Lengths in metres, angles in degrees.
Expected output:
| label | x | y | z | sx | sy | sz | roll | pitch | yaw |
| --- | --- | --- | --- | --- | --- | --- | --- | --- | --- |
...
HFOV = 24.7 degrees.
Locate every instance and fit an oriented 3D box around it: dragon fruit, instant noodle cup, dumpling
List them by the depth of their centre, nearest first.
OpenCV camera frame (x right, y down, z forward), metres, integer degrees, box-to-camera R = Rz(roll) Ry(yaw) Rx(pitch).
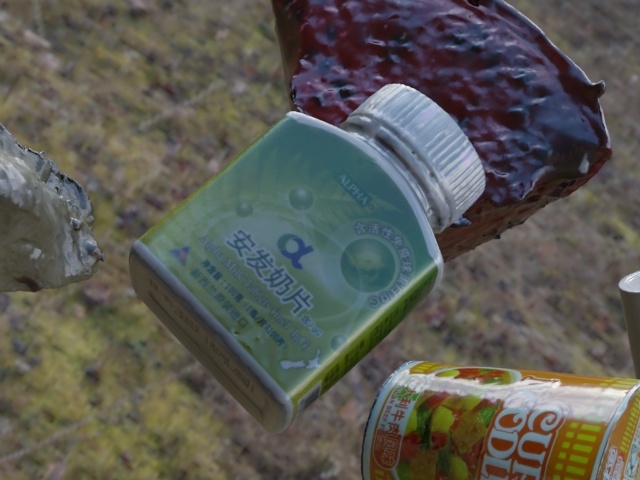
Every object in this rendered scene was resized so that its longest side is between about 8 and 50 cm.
| label | x | y | z | sx | sy | sz | roll | pitch | yaw |
| --- | --- | --- | --- | --- | --- | --- | --- | --- | --- |
| dumpling | -0.255 | -0.031 | 0.979 | 0.086 | 0.166 | 0.332 | -3 | 6 | 33 |
| instant noodle cup | 0.135 | 0.154 | 0.991 | 0.185 | 0.168 | 0.168 | 10 | 7 | 35 |
| dragon fruit | 0.091 | -0.132 | 1.387 | 0.228 | 0.286 | 0.329 | 68 | -1 | -70 |

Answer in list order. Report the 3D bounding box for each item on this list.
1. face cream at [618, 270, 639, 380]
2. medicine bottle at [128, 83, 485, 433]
| label | x | y | z | sx | sy | sz | roll | pitch | yaw |
| --- | --- | --- | --- | --- | --- | --- | --- | --- | --- |
| face cream | 0.368 | 0.155 | 1.513 | 0.077 | 0.077 | 0.250 | -49 | 127 | -66 |
| medicine bottle | 0.000 | 0.000 | 0.841 | 0.132 | 0.188 | 0.088 | 45 | -18 | 10 |
